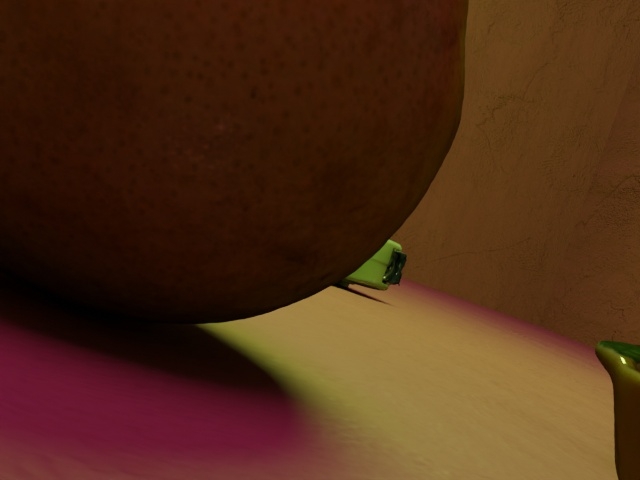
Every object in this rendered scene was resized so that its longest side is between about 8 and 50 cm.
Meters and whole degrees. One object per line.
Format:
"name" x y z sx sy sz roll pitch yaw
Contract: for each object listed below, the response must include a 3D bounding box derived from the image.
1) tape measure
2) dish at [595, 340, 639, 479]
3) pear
"tape measure" 0.000 0.000 1.449 0.175 0.106 0.200 23 -3 -43
"dish" 0.163 0.098 0.335 0.148 0.080 0.207 16 4 -19
"pear" -0.091 -0.107 0.504 0.303 0.304 0.304 20 1 0
